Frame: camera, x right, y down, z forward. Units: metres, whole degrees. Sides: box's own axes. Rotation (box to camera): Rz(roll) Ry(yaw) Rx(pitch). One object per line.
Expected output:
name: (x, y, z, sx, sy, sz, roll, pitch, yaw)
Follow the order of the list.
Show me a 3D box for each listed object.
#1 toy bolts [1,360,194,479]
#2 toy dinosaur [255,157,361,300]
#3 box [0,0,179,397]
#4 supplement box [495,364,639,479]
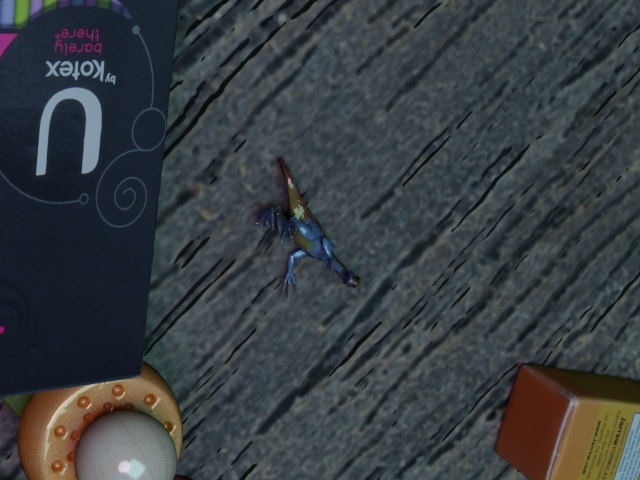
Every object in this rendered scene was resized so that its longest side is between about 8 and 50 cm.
toy bolts: (-0.138, 0.199, 1.051, 0.218, 0.158, 0.228, -46, 119, -6)
toy dinosaur: (0.000, 0.000, 1.126, 0.082, 0.047, 0.090, 18, 87, -48)
box: (-0.189, -0.060, 0.936, 0.165, 0.143, 0.270, -6, 109, -40)
supplement box: (0.253, 0.151, 1.274, 0.233, 0.078, 0.080, 8, 102, -27)
